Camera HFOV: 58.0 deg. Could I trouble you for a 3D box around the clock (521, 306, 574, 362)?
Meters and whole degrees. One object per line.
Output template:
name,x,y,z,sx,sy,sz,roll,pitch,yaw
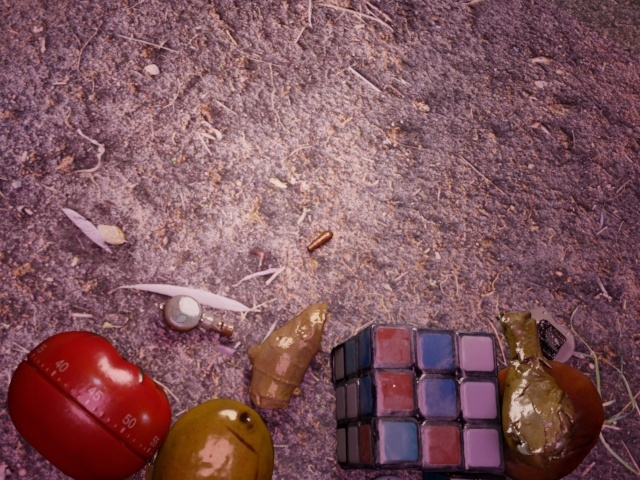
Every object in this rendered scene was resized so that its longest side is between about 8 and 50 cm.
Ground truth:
clock,0.710,0.315,1.829,0.198,0.064,0.172,42,69,3

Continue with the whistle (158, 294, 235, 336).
whistle,-0.349,0.220,1.625,0.220,0.057,0.107,20,57,-11

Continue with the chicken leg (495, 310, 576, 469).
chicken leg,0.511,0.346,1.422,0.202,0.152,0.428,9,52,-9

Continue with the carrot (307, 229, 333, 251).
carrot,0.000,0.000,1.780,0.093,0.032,0.032,-35,84,-16

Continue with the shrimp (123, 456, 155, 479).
shrimp,-0.473,0.626,1.483,0.102,0.042,0.190,14,72,0

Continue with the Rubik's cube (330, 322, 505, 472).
Rubik's cube,0.247,0.422,1.537,0.359,0.363,0.361,7,69,-15

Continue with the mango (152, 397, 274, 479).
mango,-0.282,0.617,1.432,0.302,0.220,0.444,28,73,-16

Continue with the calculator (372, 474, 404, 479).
calculator,0.191,0.802,1.578,0.186,0.041,0.298,4,72,-12

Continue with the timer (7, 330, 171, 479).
timer,-0.540,0.390,1.358,0.378,0.378,0.279,41,66,1

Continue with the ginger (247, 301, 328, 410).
ginger,-0.081,0.313,1.624,0.190,0.126,0.354,38,66,11

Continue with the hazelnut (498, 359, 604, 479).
hazelnut,0.603,0.499,1.609,0.316,0.372,0.372,17,65,35

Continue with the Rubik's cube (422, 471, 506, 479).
Rubik's cube,0.390,0.723,1.581,0.180,0.167,0.183,10,73,-10
